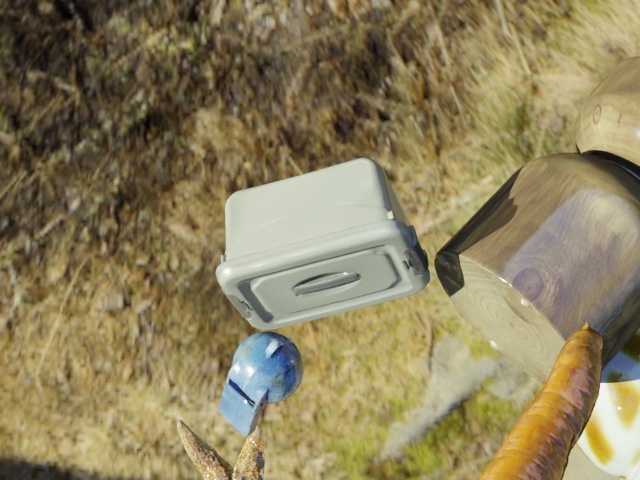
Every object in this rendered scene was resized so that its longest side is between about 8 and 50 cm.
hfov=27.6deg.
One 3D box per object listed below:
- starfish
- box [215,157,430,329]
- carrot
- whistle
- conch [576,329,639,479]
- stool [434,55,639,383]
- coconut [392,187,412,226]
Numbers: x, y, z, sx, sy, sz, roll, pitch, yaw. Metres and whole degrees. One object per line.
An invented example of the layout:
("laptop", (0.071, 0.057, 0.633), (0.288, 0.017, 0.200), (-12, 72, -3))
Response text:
("starfish", (-0.127, 0.386, 1.952), (0.235, 0.062, 0.277), (-24, 80, 14))
("box", (0.000, 0.000, 1.124), (0.172, 0.093, 0.124), (-14, 149, 10))
("carrot", (0.155, 0.154, 0.943), (0.059, 0.248, 0.059), (25, 146, 18))
("whistle", (-0.064, 0.156, 1.506), (0.090, 0.090, 0.158), (7, 147, -9))
("conch", (0.355, 0.197, 1.263), (0.368, 0.197, 0.249), (48, 134, 20))
("stool", (0.252, -0.014, 1.180), (0.264, 0.179, 0.179), (-45, 114, -15))
("coconut", (0.059, 0.008, 1.767), (0.147, 0.153, 0.147), (-17, 154, -9))
